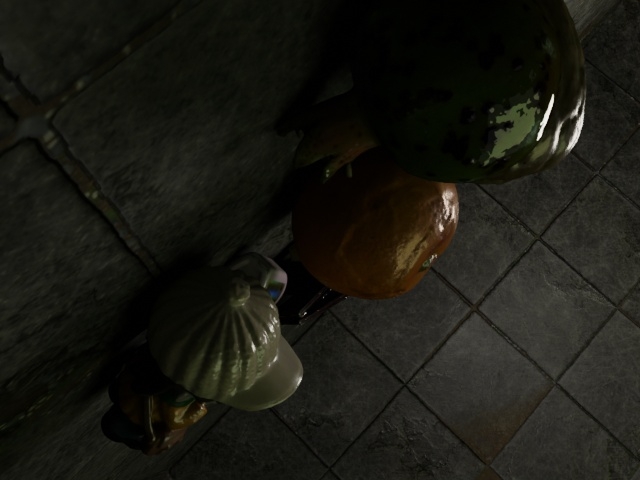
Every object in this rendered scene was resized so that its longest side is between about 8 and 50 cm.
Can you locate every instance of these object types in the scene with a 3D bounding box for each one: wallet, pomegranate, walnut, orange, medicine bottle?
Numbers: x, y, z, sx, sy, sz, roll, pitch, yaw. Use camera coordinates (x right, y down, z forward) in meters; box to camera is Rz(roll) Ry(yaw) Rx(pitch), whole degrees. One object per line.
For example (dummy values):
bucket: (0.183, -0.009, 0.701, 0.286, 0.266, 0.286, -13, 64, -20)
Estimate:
wallet: (-0.031, 0.090, 1.234, 0.220, 0.072, 0.262, -4, -156, 46)
pomegranate: (0.115, -0.144, 0.655, 0.286, 0.231, 0.231, -51, 170, 22)
walnut: (0.234, -0.214, 0.834, 0.283, 0.283, 0.227, -44, -160, -12)
orange: (0.081, -0.038, 0.941, 0.261, 0.261, 0.261, -45, 170, -10)
medicine bottle: (-0.115, 0.083, 1.040, 0.115, 0.078, 0.219, -49, 171, 0)

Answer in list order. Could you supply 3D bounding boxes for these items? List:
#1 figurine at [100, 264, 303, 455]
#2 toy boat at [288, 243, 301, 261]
figurine: (-0.195, 0.165, 0.834, 0.332, 0.204, 0.185, -27, -138, 22)
toy boat: (0.000, 0.000, 1.259, 0.172, 0.066, 0.065, -32, 119, -48)
